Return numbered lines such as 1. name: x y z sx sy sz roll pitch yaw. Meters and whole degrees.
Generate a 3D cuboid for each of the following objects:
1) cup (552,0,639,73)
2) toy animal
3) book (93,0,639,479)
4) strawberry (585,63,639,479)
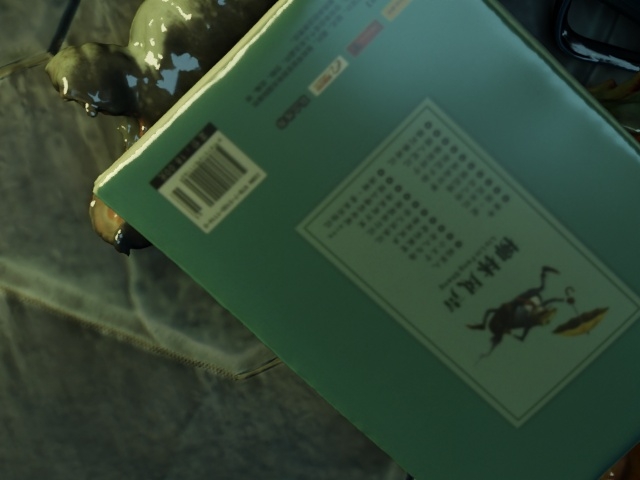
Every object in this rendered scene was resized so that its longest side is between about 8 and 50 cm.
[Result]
1. cup: 0.230 -0.182 1.236 0.138 0.113 0.150 26 91 -17
2. toy animal: -0.052 -0.154 1.171 0.343 0.106 0.168 -41 115 2
3. book: 0.082 0.004 1.152 0.264 0.031 0.379 -43 106 13
4. strawberry: 0.189 0.017 1.253 0.253 0.150 0.280 -26 110 9
